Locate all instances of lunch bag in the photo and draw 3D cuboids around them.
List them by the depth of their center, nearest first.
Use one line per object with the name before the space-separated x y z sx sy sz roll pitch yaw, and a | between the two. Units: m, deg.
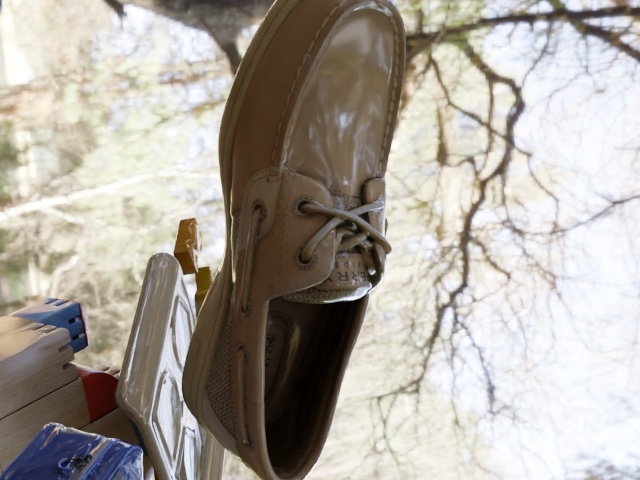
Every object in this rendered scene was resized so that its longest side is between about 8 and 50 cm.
lunch bag | -0.129 0.149 0.471 0.067 0.065 0.098 -58 158 -58

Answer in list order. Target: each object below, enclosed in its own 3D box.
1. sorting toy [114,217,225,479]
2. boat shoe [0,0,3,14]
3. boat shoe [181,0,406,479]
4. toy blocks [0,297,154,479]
sorting toy | -0.144 0.130 0.900 0.307 0.041 0.229 -90 168 -52
boat shoe | -0.352 -0.177 0.621 0.095 0.254 0.079 -41 -122 39
boat shoe | 0.000 0.000 0.569 0.110 0.121 0.341 38 -58 47
toy blocks | -0.251 0.213 0.834 0.190 0.261 0.382 5 -69 36
